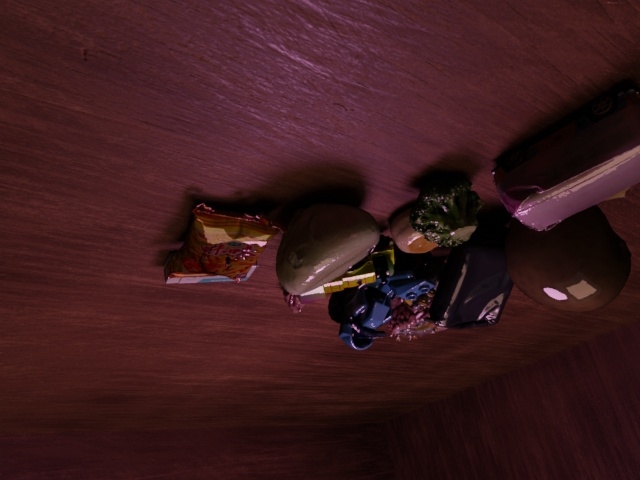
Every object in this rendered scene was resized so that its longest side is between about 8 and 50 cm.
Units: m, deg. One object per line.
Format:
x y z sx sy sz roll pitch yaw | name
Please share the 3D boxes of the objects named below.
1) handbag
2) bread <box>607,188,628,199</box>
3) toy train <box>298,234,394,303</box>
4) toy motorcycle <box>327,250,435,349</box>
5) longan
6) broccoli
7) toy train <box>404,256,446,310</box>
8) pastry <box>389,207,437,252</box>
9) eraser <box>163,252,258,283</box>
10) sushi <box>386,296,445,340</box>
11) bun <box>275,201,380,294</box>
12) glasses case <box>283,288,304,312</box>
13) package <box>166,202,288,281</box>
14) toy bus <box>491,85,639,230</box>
0.422 0.098 1.954 0.275 0.178 0.302 2 116 -29 | handbag
0.745 -0.149 1.818 0.178 0.060 0.139 -10 154 -7 | bread
0.062 0.069 1.819 0.296 0.160 0.100 -13 148 -1 | toy train
0.177 0.179 2.011 0.172 0.232 0.416 26 135 -37 | toy motorcycle
0.626 0.033 1.742 0.319 0.319 0.319 -11 154 -5 | longan
0.309 -0.065 1.661 0.195 0.156 0.195 -16 145 -12 | broccoli
0.329 0.133 2.078 0.202 0.081 0.060 -43 170 -34 | toy train
0.262 -0.030 1.794 0.156 0.092 0.156 -11 148 -7 | pastry
-0.286 0.070 1.767 0.225 0.052 0.095 -1 154 -26 | eraser
0.343 0.212 2.238 0.270 0.171 0.236 4 150 -36 | sushi
0.000 0.000 1.641 0.283 0.179 0.283 -31 167 -8 | bun
-0.067 0.152 1.991 0.070 0.102 0.193 5 149 -22 | glasses case
-0.234 0.006 1.611 0.223 0.108 0.288 8 140 -28 | package
0.579 -0.166 1.539 0.171 0.162 0.386 33 132 -32 | toy bus
